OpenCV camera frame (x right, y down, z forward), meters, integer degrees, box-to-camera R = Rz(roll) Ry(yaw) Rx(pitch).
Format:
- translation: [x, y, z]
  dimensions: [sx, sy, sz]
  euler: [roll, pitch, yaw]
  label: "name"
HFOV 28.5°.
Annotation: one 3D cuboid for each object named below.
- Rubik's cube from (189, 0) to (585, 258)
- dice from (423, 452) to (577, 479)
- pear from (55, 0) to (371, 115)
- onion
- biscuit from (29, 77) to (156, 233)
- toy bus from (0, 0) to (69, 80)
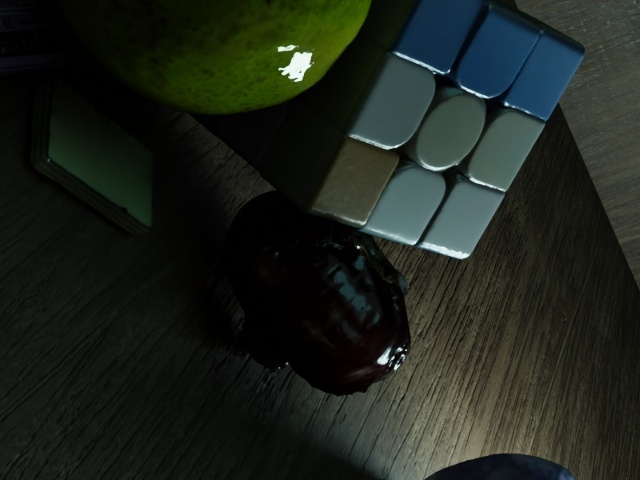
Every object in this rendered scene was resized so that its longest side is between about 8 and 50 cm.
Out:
- translation: [0.079, -0.223, 1.720]
  dimensions: [0.344, 0.347, 0.346]
  euler: [14, 21, -43]
  label: "Rubik's cube"
- translation: [0.280, 0.506, 1.916]
  dimensions: [0.270, 0.270, 0.271]
  euler: [53, 31, -33]
  label: "dice"
- translation: [-0.134, -0.330, 1.446]
  dimensions: [0.391, 0.391, 0.391]
  euler: [43, 37, -45]
  label: "pear"
- translation: [-0.014, 0.075, 1.705]
  dimensions: [0.314, 0.232, 0.314]
  euler: [50, 9, -12]
  label: "onion"
- translation: [-0.268, -0.096, 1.504]
  dimensions: [0.199, 0.041, 0.121]
  euler: [41, 36, -49]
  label: "biscuit"
- translation: [-0.352, -0.218, 1.366]
  dimensions: [0.178, 0.087, 0.098]
  euler: [-27, 104, -67]
  label: "toy bus"
